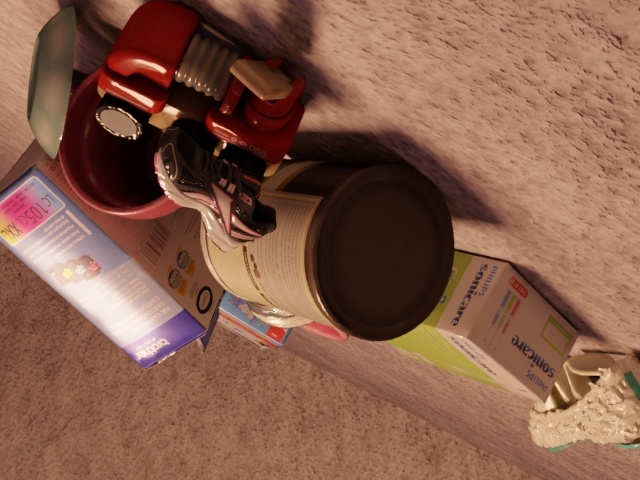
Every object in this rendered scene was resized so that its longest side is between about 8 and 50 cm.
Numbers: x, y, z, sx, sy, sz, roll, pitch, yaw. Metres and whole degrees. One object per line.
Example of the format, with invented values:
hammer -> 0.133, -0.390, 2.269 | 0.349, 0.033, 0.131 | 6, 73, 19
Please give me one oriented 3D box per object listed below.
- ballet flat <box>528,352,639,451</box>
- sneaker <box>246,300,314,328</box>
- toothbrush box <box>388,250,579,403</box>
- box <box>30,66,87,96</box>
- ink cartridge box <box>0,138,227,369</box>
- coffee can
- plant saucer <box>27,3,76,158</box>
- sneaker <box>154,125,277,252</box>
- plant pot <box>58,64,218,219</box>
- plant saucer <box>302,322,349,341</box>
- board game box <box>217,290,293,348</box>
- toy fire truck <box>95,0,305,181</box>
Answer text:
ballet flat -> 0.405, 0.233, 1.452 | 0.147, 0.147, 0.409 | 30, 165, -2
sneaker -> -0.005, 0.058, 1.562 | 0.283, 0.110, 0.122 | -12, 135, 24
toothbrush box -> 0.187, 0.106, 1.377 | 0.206, 0.122, 0.283 | 39, 165, -36
box -> -0.379, -0.228, 1.557 | 0.116, 0.029, 0.162 | 24, 165, 27
ink cartridge box -> -0.269, -0.005, 1.423 | 0.151, 0.270, 0.395 | -32, 113, 29
coffee can -> 0.000, 0.000, 1.194 | 0.201, 0.201, 0.275 | 38, 165, -32
plant saucer -> -0.339, -0.200, 1.196 | 0.037, 0.195, 0.195 | 5, 177, -22
sneaker -> -0.103, -0.061, 1.009 | 0.077, 0.072, 0.178 | -14, 144, 22
plant pot -> -0.208, -0.123, 1.255 | 0.201, 0.201, 0.180 | 26, -177, 17
plant saucer -> -0.072, 0.096, 2.019 | 0.332, 0.084, 0.332 | 28, 167, 7
board game box -> -0.209, 0.110, 1.993 | 0.308, 0.086, 0.302 | 31, 167, -6
toy fire truck -> -0.114, -0.166, 0.996 | 0.217, 0.158, 0.246 | 26, 148, -9
